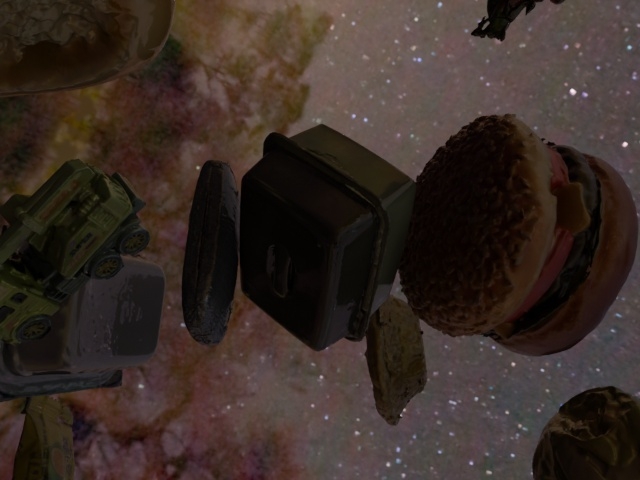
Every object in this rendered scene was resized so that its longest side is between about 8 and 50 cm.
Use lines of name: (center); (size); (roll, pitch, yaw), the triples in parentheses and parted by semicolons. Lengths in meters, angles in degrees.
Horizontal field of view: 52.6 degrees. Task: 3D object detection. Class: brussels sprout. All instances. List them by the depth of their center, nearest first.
brussels sprout: (0.560, 0.458, 1.280); (0.344, 0.268, 0.345); (0, 90, -74)

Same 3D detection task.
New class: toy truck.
toy truck: (-0.230, 0.003, 0.535); (0.169, 0.100, 0.077); (-41, -116, -2)

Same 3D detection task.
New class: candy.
candy: (-0.551, 0.461, 1.283); (0.187, 0.081, 0.298); (73, 15, -61)

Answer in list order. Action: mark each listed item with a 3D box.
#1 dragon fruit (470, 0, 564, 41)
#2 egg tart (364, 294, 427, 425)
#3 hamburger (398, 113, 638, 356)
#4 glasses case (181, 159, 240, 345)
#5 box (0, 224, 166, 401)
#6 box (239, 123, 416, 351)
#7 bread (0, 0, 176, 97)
dragon fruit: (0.266, -0.356, 0.805); (0.236, 0.135, 0.137); (-51, -155, 45)
egg tart: (0.165, 0.242, 1.453); (0.341, 0.132, 0.342); (-10, 90, -86)
hamburger: (0.265, -0.006, 0.944); (0.330, 0.250, 0.330); (-54, -157, 35)
glasses case: (-0.150, 0.010, 0.910); (0.109, 0.067, 0.283); (81, 6, -56)
box: (-0.339, 0.107, 0.977); (0.336, 0.105, 0.264); (24, 71, -71)
box: (0.000, 0.000, 0.903); (0.166, 0.220, 0.291); (-37, 149, -35)
bread: (-0.330, -0.253, 0.509); (0.329, 0.423, 0.246); (-168, -103, -74)
